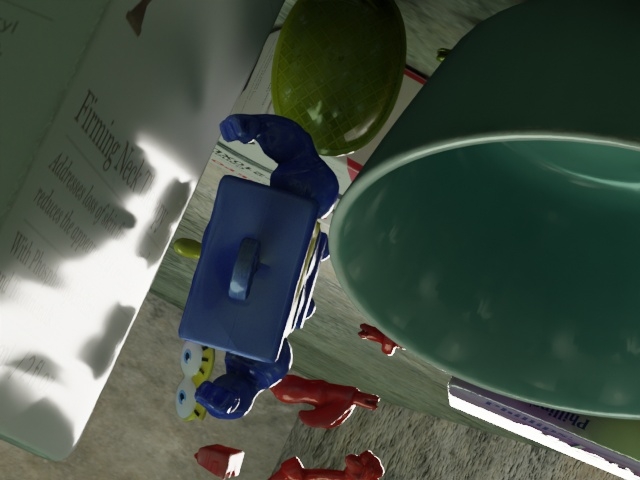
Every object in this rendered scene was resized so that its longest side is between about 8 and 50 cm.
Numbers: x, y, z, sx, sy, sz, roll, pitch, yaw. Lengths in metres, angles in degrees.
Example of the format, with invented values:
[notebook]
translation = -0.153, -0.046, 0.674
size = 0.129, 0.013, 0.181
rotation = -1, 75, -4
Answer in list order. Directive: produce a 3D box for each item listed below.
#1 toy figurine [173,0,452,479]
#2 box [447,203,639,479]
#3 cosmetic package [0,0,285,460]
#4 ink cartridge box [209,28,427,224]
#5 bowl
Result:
[toy figurine]
translation = 0.000, 0.000, 1.154
size = 0.191, 0.362, 0.217
rotation = 18, -178, 12
[box]
translation = 0.233, 0.040, 1.249
size = 0.214, 0.243, 0.117
rotation = 22, 169, 9
[cosmetic package]
translation = -0.245, -0.123, 1.077
size = 0.327, 0.393, 0.329
rotation = 23, 170, 10
[ink cartridge box]
translation = 0.003, -0.092, 1.501
size = 0.172, 0.100, 0.237
rotation = 28, 169, -17
[bowl]
translation = 0.171, -0.034, 1.083
size = 0.312, 0.163, 0.311
rotation = 10, 149, 6
